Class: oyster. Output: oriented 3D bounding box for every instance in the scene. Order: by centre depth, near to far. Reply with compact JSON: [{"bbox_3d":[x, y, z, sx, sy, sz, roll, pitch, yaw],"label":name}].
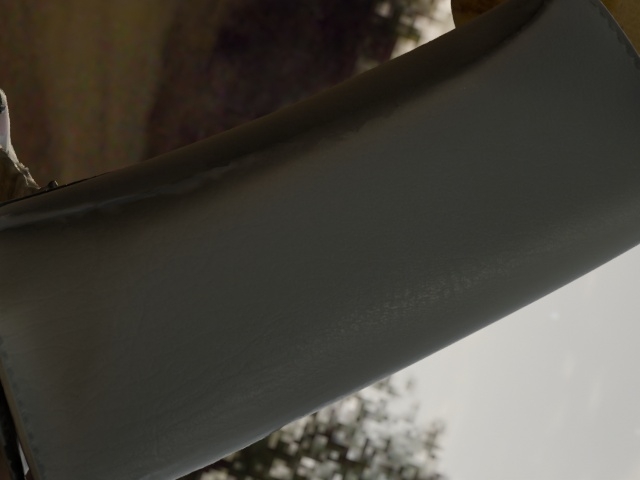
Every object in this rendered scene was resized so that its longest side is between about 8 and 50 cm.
[{"bbox_3d":[-0.192,-0.026,1.021,0.072,0.209,0.133,-34,150,-5],"label":"oyster"}]

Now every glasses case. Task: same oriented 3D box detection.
[{"bbox_3d":[-0.001,-0.002,0.673,0.083,0.308,0.128,11,-57,67],"label":"glasses case"}]

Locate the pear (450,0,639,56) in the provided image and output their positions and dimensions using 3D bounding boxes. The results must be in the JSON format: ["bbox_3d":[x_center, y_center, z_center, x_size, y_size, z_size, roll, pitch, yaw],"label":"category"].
[{"bbox_3d":[0.216,-0.185,1.378,0.209,0.209,0.208,-160,-90,-86],"label":"pear"}]
